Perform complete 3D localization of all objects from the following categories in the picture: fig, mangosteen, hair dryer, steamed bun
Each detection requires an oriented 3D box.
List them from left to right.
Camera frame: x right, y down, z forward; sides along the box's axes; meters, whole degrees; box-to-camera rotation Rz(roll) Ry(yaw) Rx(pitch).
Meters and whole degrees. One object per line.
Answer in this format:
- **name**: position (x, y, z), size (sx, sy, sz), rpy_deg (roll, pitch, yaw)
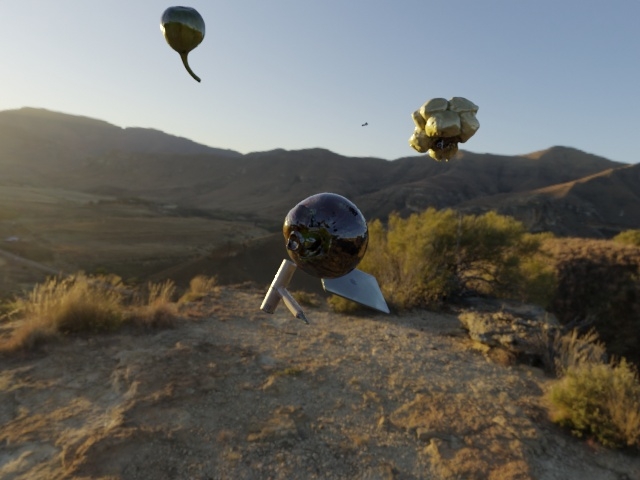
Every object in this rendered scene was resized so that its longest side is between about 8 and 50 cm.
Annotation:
- **fig**: position (-0.456, -0.659, 1.408), size (0.149, 0.245, 0.149), rpy_deg (3, 41, -3)
- **hair dryer**: position (-0.094, 0.186, 1.391), size (0.054, 0.195, 0.220), rpy_deg (25, 1, -43)
- **mangosteen**: position (0.000, 0.000, 1.073), size (0.232, 0.231, 0.289), rpy_deg (10, 19, 20)
- **steamed bun**: position (0.340, -0.306, 1.162), size (0.192, 0.106, 0.177), rpy_deg (9, -32, -18)

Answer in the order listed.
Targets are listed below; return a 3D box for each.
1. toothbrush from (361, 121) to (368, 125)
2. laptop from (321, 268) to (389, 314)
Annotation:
- **toothbrush**: position (0.111, -0.291, 1.038), size (0.008, 0.006, 0.097), rpy_deg (46, 21, -4)
- **laptop**: position (0.104, 0.142, 1.375), size (0.269, 0.015, 0.187), rpy_deg (24, 29, -27)
